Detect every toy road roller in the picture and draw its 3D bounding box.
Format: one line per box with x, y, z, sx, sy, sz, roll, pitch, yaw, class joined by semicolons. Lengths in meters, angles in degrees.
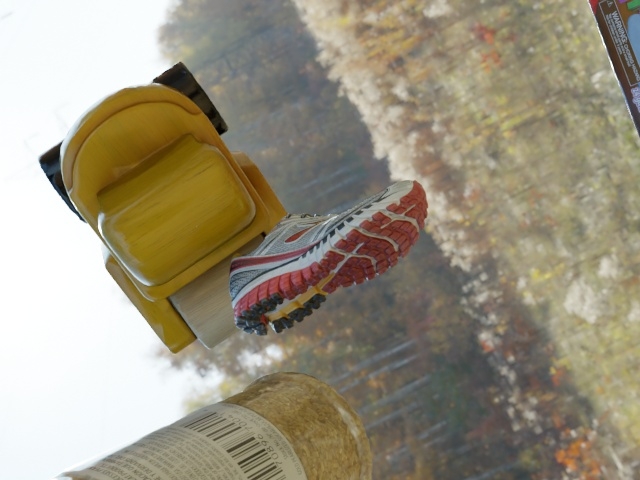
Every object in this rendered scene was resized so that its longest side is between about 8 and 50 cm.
-0.143;-0.012;1.021;0.329;0.203;0.240;57;176;-26;toy road roller

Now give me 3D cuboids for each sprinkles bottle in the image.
-0.097;0.171;0.527;0.355;0.121;0.121;-13;-106;-60;sprinkles bottle

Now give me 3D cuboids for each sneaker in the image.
0.000;0.000;0.930;0.088;0.225;0.092;44;-160;-53;sneaker

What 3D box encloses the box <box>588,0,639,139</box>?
0.394;-0.220;0.965;0.057;0.201;0.293;-5;-105;-67;box
